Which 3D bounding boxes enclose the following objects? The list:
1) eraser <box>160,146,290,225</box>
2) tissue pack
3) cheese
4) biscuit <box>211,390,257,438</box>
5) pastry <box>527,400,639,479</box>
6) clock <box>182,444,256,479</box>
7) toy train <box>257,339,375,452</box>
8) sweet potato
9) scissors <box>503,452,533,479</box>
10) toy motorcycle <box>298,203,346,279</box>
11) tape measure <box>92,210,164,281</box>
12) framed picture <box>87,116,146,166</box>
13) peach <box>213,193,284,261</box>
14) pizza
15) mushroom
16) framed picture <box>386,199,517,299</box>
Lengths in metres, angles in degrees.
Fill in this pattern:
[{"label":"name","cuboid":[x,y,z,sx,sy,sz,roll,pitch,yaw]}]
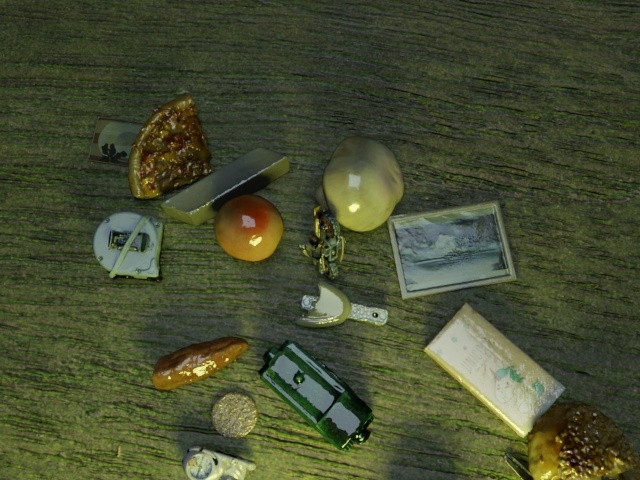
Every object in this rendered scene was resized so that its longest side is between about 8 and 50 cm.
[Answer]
[{"label":"eraser","cuboid":[-0.251,-0.145,1.846,0.353,0.111,0.077,-31,75,-8]},{"label":"tissue pack","cuboid":[0.437,0.325,1.744,0.325,0.071,0.170,41,81,10]},{"label":"cheese","cuboid":[0.059,0.182,1.791,0.235,0.049,0.127,12,74,4]},{"label":"biscuit","cuboid":[-0.217,0.441,1.740,0.120,0.015,0.120,0,76,0]},{"label":"pastry","cuboid":[0.629,0.529,1.597,0.285,0.184,0.315,1,69,-26]},{"label":"clock","cuboid":[-0.257,0.572,1.672,0.176,0.080,0.117,17,76,3]},{"label":"toy train","cuboid":[-0.008,0.372,1.676,0.330,0.178,0.138,40,79,8]},{"label":"sweet potato","cuboid":[-0.304,0.300,1.740,0.252,0.097,0.097,-22,76,-10]},{"label":"scissors","cuboid":[0.569,0.641,1.685,0.160,0.024,0.317,-43,80,-9]},{"label":"toy motorcycle","cuboid":[0.000,0.000,1.767,0.094,0.229,0.130,-26,52,-23]},{"label":"tape measure","cuboid":[-0.502,0.015,1.807,0.181,0.107,0.181,-1,78,-7]},{"label":"framed picture","cuboid":[-0.540,-0.272,1.930,0.201,0.010,0.135,9,76,1]},{"label":"peach","cuboid":[-0.180,-0.035,1.784,0.184,0.184,0.184,0,75,0]},{"label":"pizza","cuboid":[-0.396,-0.246,1.882,0.226,0.086,0.335,25,73,2]},{"label":"mushroom","cuboid":[0.086,-0.144,1.803,0.235,0.260,0.253,-9,77,36]},{"label":"framed picture","cuboid":[0.349,0.021,1.849,0.315,0.024,0.231,-10,77,-2]}]
